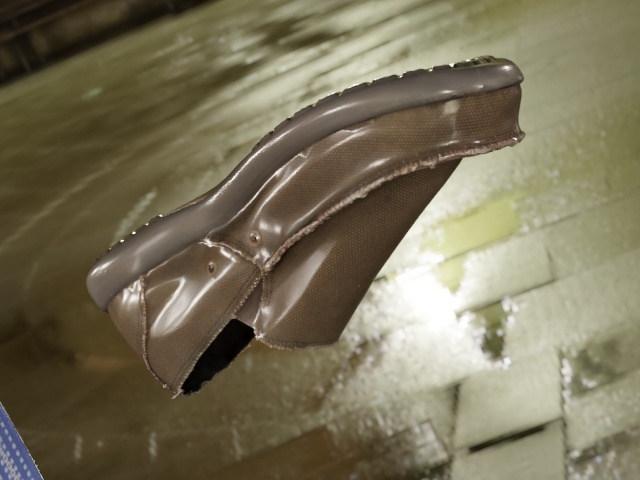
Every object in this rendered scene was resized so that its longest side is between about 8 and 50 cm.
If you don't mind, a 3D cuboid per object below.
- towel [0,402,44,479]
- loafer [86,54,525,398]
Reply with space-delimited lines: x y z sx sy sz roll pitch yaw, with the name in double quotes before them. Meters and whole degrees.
"towel" -0.256 0.271 0.904 0.040 0.243 0.336 -15 22 18
"loafer" 0.000 0.000 0.871 0.366 0.130 0.133 -32 -8 40
